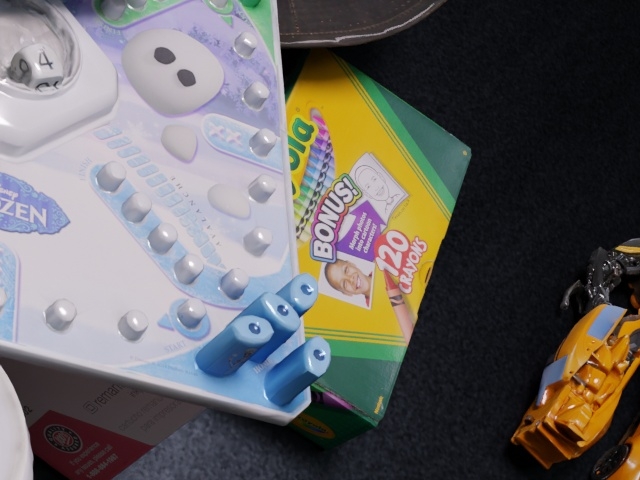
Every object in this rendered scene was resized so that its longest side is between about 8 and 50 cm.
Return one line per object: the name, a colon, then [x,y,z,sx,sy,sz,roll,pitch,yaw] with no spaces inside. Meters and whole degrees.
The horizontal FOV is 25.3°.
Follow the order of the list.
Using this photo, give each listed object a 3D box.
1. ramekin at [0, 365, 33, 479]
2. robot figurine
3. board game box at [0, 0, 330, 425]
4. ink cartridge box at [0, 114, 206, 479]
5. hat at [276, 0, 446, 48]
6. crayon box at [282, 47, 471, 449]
ramekin: [-0.220,0.097,0.593,0.207,0.109,0.207,27,30,-17]
robot figurine: [0.290,0.121,1.234,0.211,0.085,0.291,46,51,-6]
board game box: [-0.172,-0.115,0.805,0.390,0.050,0.390,18,48,-29]
ink cartridge box: [-0.192,0.009,0.898,0.283,0.207,0.117,38,49,-11]
hat: [-0.040,-0.244,1.168,0.331,0.134,0.331,7,56,-10]
crayon box: [0.000,0.000,1.107,0.165,0.081,0.278,33,54,-16]
